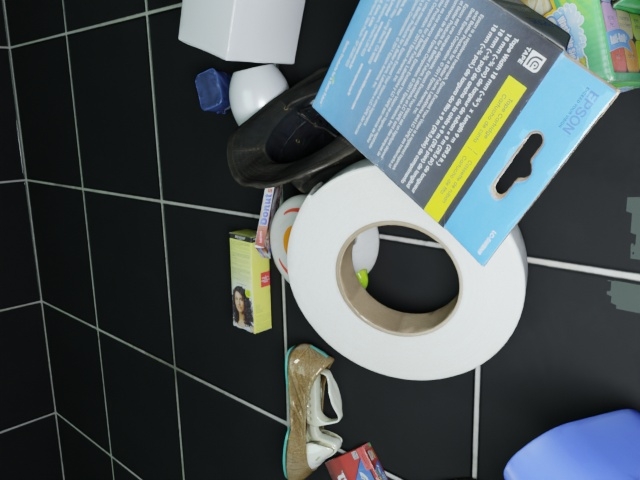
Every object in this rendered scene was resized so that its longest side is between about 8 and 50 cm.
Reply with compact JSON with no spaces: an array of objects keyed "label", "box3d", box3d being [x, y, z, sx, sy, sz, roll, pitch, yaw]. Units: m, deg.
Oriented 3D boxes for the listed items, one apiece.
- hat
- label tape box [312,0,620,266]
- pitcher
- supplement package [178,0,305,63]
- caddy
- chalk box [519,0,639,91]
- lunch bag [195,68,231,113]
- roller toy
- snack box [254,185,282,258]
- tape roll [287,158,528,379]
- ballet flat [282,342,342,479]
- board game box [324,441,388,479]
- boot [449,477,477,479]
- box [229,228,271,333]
[{"label":"hat","box3d":[0.001,-0.175,1.092,0.331,0.331,0.134,20,152,41]},{"label":"label tape box","box3d":[0.166,-0.171,0.731,0.333,0.106,0.240,48,129,26]},{"label":"pitcher","box3d":[-0.090,-0.252,1.230,0.178,0.125,0.207,-4,108,29]},{"label":"supplement package","box3d":[-0.142,-0.509,1.165,0.175,0.178,0.292,32,120,36]},{"label":"caddy","box3d":[0.369,0.363,0.764,0.179,0.341,0.241,49,133,48]},{"label":"chalk box","box3d":[0.309,-0.262,0.769,0.289,0.180,0.179,-9,93,47]},{"label":"lunch bag","box3d":[-0.235,-0.337,1.382,0.067,0.065,0.098,-11,90,31]},{"label":"roller toy","box3d":[0.000,0.000,1.166,0.209,0.146,0.191,25,117,39]},{"label":"snack box","box3d":[-0.103,-0.058,1.224,0.022,0.064,0.178,5,69,9]},{"label":"tape roll","box3d":[0.133,0.049,0.986,0.392,0.072,0.391,9,118,18]},{"label":"ballet flat","box3d":[-0.012,0.392,1.318,0.124,0.116,0.342,7,101,24]},{"label":"board game box","box3d":[0.119,0.579,1.271,0.145,0.027,0.281,-43,69,43]},{"label":"boot","box3d":[0.178,0.531,1.134,0.305,0.112,0.115,-22,95,36]},{"label":"box","box3d":[-0.164,0.094,1.417,0.087,0.058,0.232,10,106,44]}]
